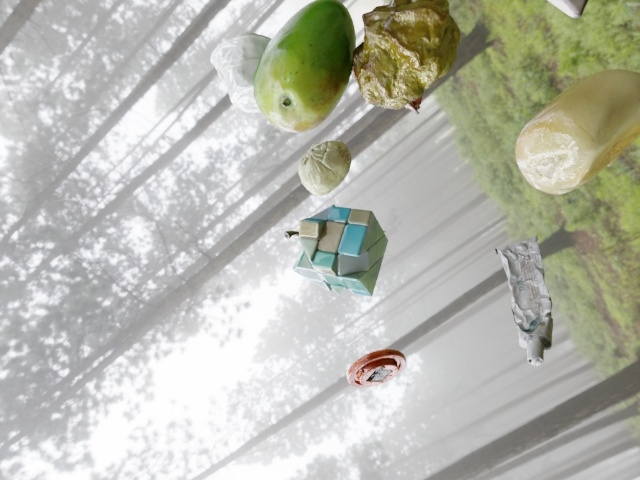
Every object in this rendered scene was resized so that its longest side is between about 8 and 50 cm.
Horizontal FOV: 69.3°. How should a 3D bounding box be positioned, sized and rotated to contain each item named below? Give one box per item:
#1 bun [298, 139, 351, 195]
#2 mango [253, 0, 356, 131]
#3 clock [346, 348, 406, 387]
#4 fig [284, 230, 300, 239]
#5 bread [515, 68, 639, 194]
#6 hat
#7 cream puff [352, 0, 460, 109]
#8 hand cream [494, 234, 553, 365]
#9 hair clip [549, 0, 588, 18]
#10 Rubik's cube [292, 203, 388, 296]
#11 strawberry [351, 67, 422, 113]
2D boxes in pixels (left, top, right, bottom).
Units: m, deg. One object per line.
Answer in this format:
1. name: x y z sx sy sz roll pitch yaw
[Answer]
1. bun: 0.003 -0.276 1.667 0.134 0.220 0.220 30 -153 -37
2. mango: -0.026 -0.403 1.053 0.201 0.225 0.382 17 -121 2
3. clock: 0.186 0.427 1.527 0.205 0.205 0.051 34 -153 -43
4. fig: 0.000 0.000 1.724 0.320 0.217 0.217 21 -146 -41
5. bread: 0.804 -0.336 1.436 0.253 0.376 0.348 48 174 22
6. hat: -0.168 -0.404 1.165 0.203 0.203 0.126 23 -129 -56
7. cream puff: 0.175 -0.402 0.971 0.196 0.244 0.244 56 -169 -44
8. hand cream: 0.382 0.107 0.852 0.050 0.084 0.257 42 -140 -36
9. hair clip: 0.348 -0.489 0.758 0.330 0.085 0.101 22 -178 -16
10. Rubik's cube: 0.052 0.023 1.261 0.265 0.212 0.224 52 -128 -55
11. strawberry: 0.191 -0.506 1.353 0.253 0.150 0.280 40 -163 30
